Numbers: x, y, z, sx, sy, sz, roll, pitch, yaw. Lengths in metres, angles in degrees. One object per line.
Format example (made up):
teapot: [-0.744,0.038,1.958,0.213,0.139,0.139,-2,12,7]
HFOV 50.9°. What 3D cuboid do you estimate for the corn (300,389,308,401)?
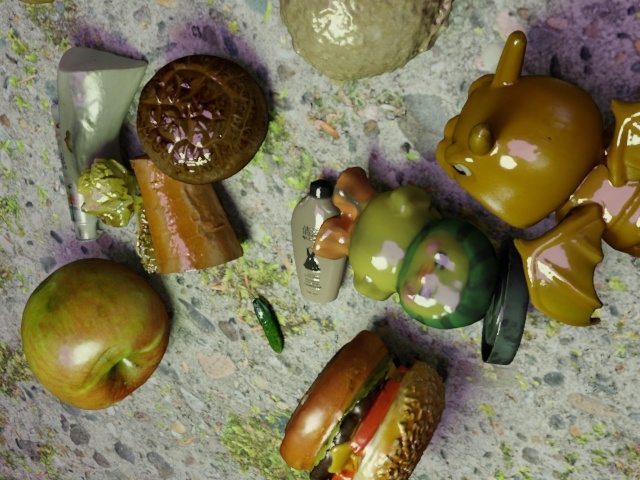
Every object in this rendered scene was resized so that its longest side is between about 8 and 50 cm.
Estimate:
corn: [0.035,0.458,1.569,0.081,0.081,0.249,-17,106,34]

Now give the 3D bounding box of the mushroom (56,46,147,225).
mushroom: [-0.478,-0.209,1.464,0.177,0.126,0.397,11,125,-3]

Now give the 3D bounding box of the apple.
apple: [-0.537,0.214,1.602,0.339,0.339,0.340,13,121,22]

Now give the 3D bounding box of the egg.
egg: [0.070,-0.387,0.986,0.279,0.279,0.310,37,115,6]

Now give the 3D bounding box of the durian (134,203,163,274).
durian: [-0.381,-0.006,1.529,0.140,0.078,0.224,-4,124,24]

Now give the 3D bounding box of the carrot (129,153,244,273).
carrot: [-0.278,-0.071,1.410,0.195,0.196,0.255,-6,103,31]

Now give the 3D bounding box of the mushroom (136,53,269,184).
mushroom: [-0.225,-0.226,1.264,0.252,0.153,0.253,0,91,5]

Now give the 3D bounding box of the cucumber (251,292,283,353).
cucumber: [-0.118,0.192,1.536,0.039,0.039,0.168,-8,114,32]

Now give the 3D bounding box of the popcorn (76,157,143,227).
popcorn: [-0.440,-0.102,1.410,0.125,0.126,0.145,2,146,4]

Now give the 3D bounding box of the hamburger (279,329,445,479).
hamburger: [0.095,0.361,1.337,0.250,0.330,0.330,35,127,13]

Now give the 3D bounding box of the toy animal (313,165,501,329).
toy animal: [0.165,0.020,1.181,0.338,0.191,0.216,32,107,32]

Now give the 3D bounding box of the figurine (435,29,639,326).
figurine: [0.381,-0.115,0.957,0.386,0.268,0.401,26,137,-2]

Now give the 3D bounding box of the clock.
clock: [0.316,0.106,1.143,0.041,0.215,0.215,11,121,8]

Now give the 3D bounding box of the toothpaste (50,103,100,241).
toothpaste: [-0.571,-0.157,1.583,0.100,0.066,0.324,9,114,24]

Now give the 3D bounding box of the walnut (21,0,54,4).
walnut: [-0.571,-0.548,1.322,0.166,0.149,0.167,44,160,21]

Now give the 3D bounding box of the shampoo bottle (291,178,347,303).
shampoo bottle: [0.000,0.000,1.341,0.127,0.078,0.257,15,119,26]
